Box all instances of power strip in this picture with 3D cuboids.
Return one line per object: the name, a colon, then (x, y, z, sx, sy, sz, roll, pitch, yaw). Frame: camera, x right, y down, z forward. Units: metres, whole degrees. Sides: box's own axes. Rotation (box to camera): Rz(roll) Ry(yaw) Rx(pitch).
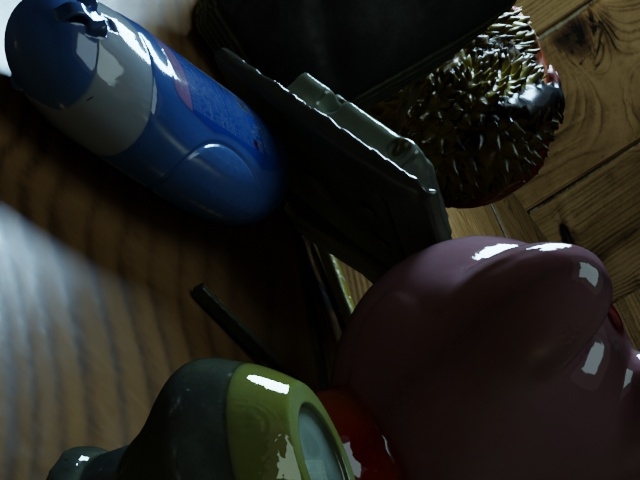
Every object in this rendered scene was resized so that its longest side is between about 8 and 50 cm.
power strip: (0.040, -0.048, 0.903, 0.257, 0.092, 0.251, 37, -21, 31)

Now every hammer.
hammer: (0.002, 0.129, 0.792, 0.292, 0.029, 0.058, 48, 16, -25)

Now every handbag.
handbag: (0.030, -0.282, 1.182, 0.247, 0.340, 0.240, 57, -2, -7)

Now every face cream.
face cream: (-0.119, -0.090, 0.738, 0.264, 0.083, 0.149, 31, 24, -58)

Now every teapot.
teapot: (-0.043, 0.127, 0.472, 0.166, 0.119, 0.130, 48, 23, -57)

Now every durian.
durian: (0.181, -0.203, 1.479, 0.348, 0.347, 0.384, 63, 4, 20)

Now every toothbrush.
toothbrush: (0.000, 0.000, 1.051, 0.021, 0.024, 0.288, 35, 28, -49)

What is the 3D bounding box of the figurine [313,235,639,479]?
figurine: (0.102, 0.115, 0.743, 0.269, 0.261, 0.211, 41, 4, -25)
